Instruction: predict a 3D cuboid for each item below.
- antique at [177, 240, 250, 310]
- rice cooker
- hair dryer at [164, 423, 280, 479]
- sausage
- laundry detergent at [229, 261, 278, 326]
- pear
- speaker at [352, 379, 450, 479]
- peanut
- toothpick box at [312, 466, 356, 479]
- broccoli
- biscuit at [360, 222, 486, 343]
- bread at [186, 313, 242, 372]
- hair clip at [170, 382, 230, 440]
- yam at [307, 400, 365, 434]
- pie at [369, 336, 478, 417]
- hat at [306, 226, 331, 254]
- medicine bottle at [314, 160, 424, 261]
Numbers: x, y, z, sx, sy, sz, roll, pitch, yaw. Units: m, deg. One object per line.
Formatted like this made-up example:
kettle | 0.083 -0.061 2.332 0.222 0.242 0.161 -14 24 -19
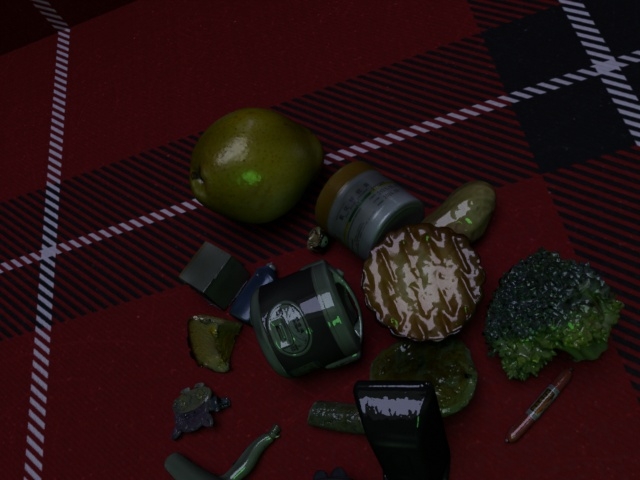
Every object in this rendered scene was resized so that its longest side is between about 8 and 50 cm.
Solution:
antique | -0.331 0.109 1.955 0.148 0.147 0.152 28 74 31
rice cooker | -0.026 0.216 1.714 0.277 0.288 0.288 -21 58 7
hair dryer | -0.284 0.611 1.713 0.295 0.119 0.298 4 49 26
sausage | 0.538 0.403 1.549 0.253 0.034 0.034 -46 58 -8
laundry detergent | -0.191 0.156 1.930 0.096 0.061 0.206 18 69 36
pear | -0.202 -0.231 1.969 0.418 0.362 0.362 -22 52 -28
speaker | 0.194 0.493 1.452 0.180 0.388 0.184 -4 45 19
peanut | 0.375 -0.040 1.786 0.319 0.147 0.147 -42 57 -3
toothpick box | 0.029 0.696 1.478 0.229 0.229 0.316 -7 59 16
broccoli | 0.576 0.178 1.535 0.347 0.281 0.293 -28 25 46
biscuit | 0.269 0.113 1.666 0.325 0.107 0.326 -2 73 7
bread | -0.323 0.302 1.858 0.140 0.169 0.160 9 81 22
hair clip | -0.352 0.481 1.816 0.187 0.056 0.146 -18 52 13
yam | 0.054 0.464 1.667 0.179 0.078 0.078 2 64 24
pie | 0.259 0.336 1.599 0.277 0.079 0.277 -14 31 9
hat | 0.000 0.000 1.943 0.076 0.059 0.077 -16 55 46
medicine bottle | 0.142 -0.075 1.827 0.238 0.238 0.232 -46 58 -8
